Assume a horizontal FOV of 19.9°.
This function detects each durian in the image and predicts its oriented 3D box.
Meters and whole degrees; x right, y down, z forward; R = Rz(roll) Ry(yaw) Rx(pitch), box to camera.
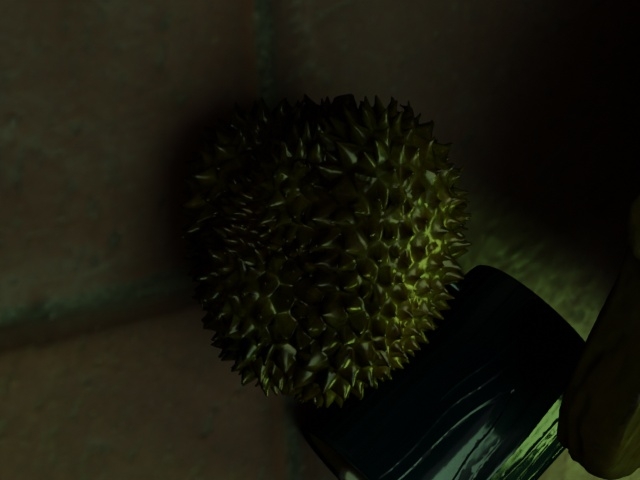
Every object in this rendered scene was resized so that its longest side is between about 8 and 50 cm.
[{"bbox_3d":[0.000,0.000,0.897,0.137,0.158,0.168,7,108,-18],"label":"durian"}]

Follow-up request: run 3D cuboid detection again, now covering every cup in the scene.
[{"bbox_3d":[0.070,0.085,1.001,0.138,0.113,0.150,-45,127,-11],"label":"cup"}]

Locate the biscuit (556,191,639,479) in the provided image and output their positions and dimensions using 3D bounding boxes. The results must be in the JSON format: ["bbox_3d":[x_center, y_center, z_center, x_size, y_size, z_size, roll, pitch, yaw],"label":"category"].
[{"bbox_3d":[0.274,-0.041,1.008,0.394,0.076,0.368,7,115,-60],"label":"biscuit"}]
